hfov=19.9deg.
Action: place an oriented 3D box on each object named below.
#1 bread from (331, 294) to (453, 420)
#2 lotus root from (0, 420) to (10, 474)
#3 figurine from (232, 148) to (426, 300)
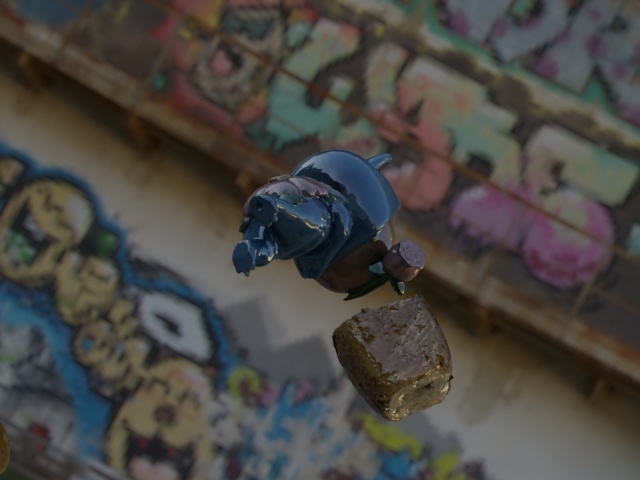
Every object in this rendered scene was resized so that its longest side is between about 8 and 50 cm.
[{"bbox_3d":[0.056,0.090,1.374,0.083,0.076,0.070,85,-18,-63],"label":"bread"},{"bbox_3d":[-0.377,0.169,1.778,0.191,0.108,0.094,61,-21,7],"label":"lotus root"},{"bbox_3d":[0.005,0.000,1.448,0.144,0.114,0.178,51,30,16],"label":"figurine"}]
